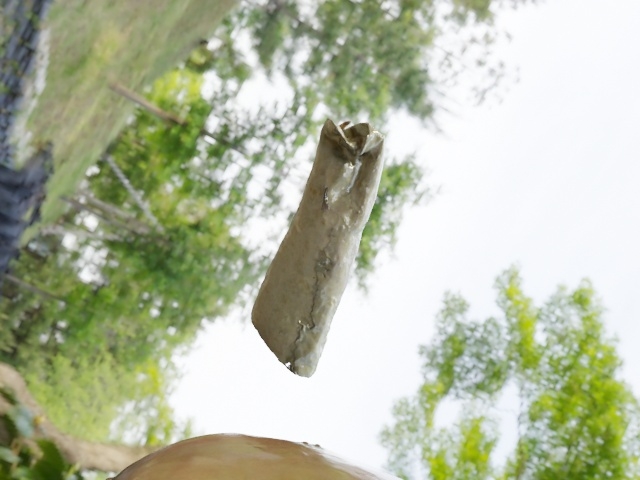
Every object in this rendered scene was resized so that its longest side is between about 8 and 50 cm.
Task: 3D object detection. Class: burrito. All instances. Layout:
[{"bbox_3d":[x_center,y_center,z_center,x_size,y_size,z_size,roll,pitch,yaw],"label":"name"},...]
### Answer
[{"bbox_3d":[0.000,0.000,0.844,0.087,0.060,0.226,33,-70,40],"label":"burrito"}]

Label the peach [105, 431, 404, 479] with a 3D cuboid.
[{"bbox_3d":[-0.025,0.246,0.568,0.247,0.292,0.292,-29,175,-36],"label":"peach"}]
